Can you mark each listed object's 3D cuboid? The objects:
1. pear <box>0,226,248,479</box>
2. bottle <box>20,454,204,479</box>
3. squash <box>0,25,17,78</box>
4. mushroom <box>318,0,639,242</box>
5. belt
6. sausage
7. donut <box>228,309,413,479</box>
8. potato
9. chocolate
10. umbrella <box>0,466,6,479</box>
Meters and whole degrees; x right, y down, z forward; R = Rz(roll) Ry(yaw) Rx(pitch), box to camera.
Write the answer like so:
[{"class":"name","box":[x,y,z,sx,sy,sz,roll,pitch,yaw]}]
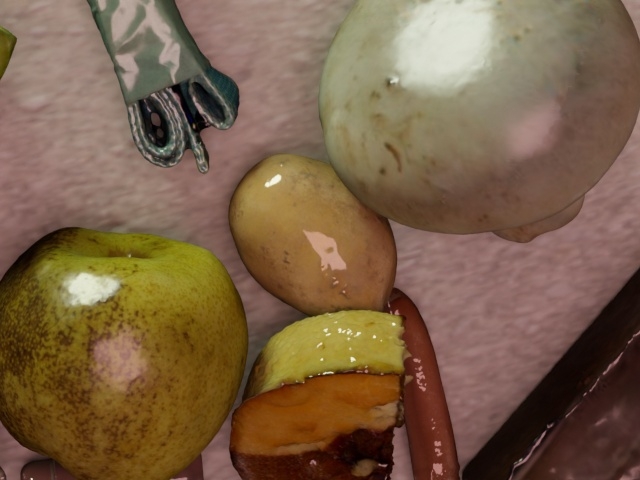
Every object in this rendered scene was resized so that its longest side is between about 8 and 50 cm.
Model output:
[{"class":"pear","box":[-0.151,0.090,1.343,0.197,0.197,0.197,-2,101,-9]},{"class":"bottle","box":[-0.161,0.191,1.428,0.140,0.053,0.053,-6,102,-8]},{"class":"squash","box":[-0.326,-0.064,1.322,0.093,0.169,0.252,20,99,-57]},{"class":"mushroom","box":[0.129,-0.097,1.361,0.244,0.243,0.243,-2,101,-9]},{"class":"belt","box":[-0.137,-0.192,1.347,0.087,0.072,0.302,-22,104,-2]},{"class":"sausage","box":[0.077,0.122,1.461,0.043,0.043,0.186,-16,104,-6]},{"class":"donut","box":[0.005,0.125,1.389,0.141,0.085,0.217,7,143,-2]},{"class":"potato","box":[-0.002,-0.002,1.395,0.147,0.112,0.112,45,91,-7]},{"class":"chocolate","box":[0.240,0.118,1.454,0.112,0.112,0.321,39,91,-16]},{"class":"umbrella","box":[-0.310,0.054,1.304,0.106,0.113,0.357,-24,120,-11]}]
